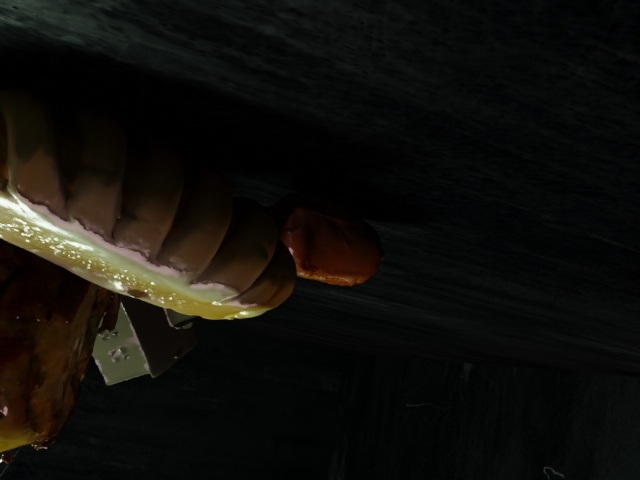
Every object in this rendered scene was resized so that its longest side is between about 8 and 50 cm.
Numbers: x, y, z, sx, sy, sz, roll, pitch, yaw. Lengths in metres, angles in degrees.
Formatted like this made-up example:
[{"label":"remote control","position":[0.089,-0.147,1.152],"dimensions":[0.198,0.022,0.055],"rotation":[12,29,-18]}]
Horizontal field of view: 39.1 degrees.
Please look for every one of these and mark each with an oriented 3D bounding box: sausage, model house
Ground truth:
[{"label":"sausage","position":[0.000,0.000,0.917],"dimensions":[0.089,0.089,0.179],"rotation":[3,167,33]},{"label":"model house","position":[-0.299,0.105,1.624],"dimensions":[0.243,0.211,0.204],"rotation":[-17,-145,-4]}]

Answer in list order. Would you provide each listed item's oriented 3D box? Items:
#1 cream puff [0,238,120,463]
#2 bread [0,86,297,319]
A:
[{"label":"cream puff","position":[-0.344,0.059,0.965],"dimensions":[0.228,0.350,0.350],"rotation":[18,169,-5]},{"label":"bread","position":[-0.166,-0.028,0.767],"dimensions":[0.311,0.121,0.173],"rotation":[30,158,-31]}]
